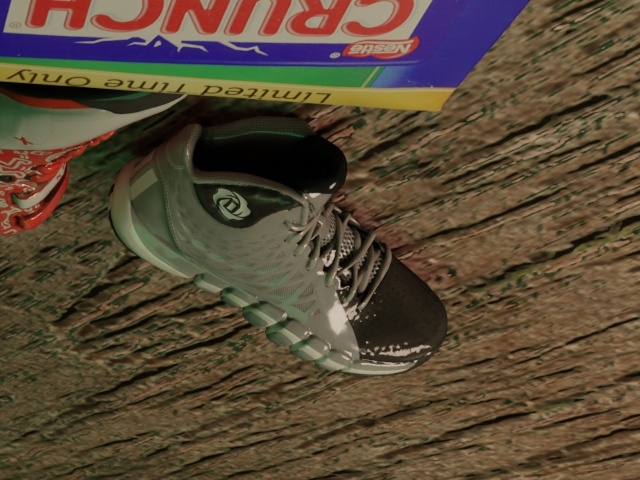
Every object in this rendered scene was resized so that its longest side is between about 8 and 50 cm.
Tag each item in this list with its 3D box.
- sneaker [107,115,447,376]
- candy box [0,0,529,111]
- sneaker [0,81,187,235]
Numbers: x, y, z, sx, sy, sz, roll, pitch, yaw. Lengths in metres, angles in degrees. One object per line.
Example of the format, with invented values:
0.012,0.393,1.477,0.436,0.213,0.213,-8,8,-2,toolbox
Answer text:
0.000,0.000,1.066,0.228,0.086,0.132,25,145,-20,sneaker
-0.022,-0.174,0.672,0.268,0.122,0.317,1,157,-22,candy box
-0.152,-0.070,0.995,0.270,0.090,0.145,-1,149,27,sneaker
